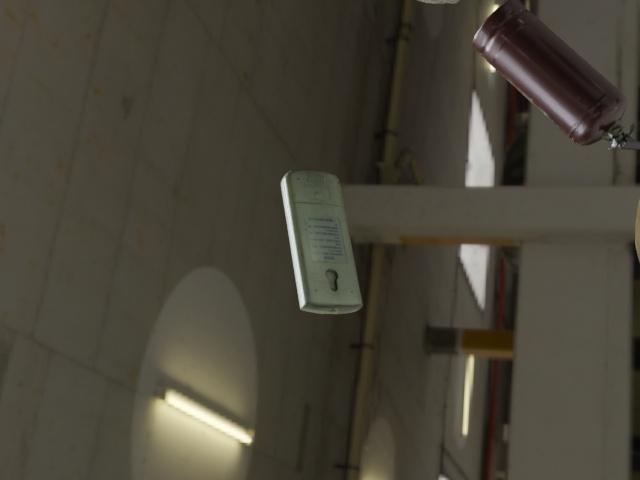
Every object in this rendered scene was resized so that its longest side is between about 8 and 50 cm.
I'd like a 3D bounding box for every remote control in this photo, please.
[{"bbox_3d":[0.000,0.000,1.453,0.038,0.098,0.233,131,136,-52],"label":"remote control"}]

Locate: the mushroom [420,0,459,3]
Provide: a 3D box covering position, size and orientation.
[{"bbox_3d":[0.115,-0.354,1.165,0.212,0.088,0.097,28,-124,-53],"label":"mushroom"}]

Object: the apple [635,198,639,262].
[{"bbox_3d":[0.458,0.000,0.991,0.234,0.257,0.257,24,-119,-25],"label":"apple"}]

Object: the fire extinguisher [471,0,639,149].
[{"bbox_3d":[0.422,-0.266,1.652,0.135,0.337,0.114,-26,-22,-46],"label":"fire extinguisher"}]
